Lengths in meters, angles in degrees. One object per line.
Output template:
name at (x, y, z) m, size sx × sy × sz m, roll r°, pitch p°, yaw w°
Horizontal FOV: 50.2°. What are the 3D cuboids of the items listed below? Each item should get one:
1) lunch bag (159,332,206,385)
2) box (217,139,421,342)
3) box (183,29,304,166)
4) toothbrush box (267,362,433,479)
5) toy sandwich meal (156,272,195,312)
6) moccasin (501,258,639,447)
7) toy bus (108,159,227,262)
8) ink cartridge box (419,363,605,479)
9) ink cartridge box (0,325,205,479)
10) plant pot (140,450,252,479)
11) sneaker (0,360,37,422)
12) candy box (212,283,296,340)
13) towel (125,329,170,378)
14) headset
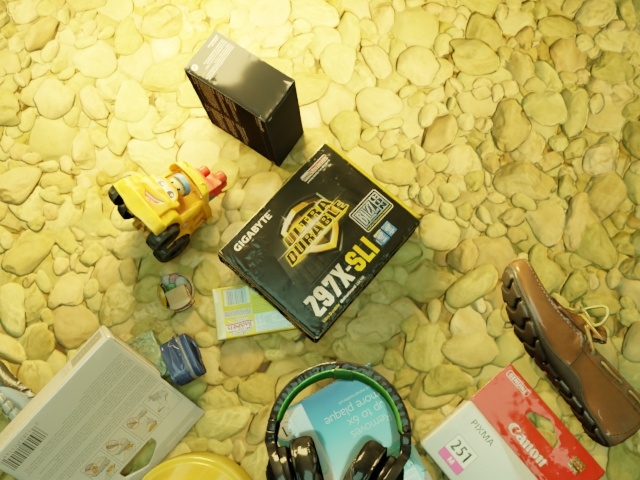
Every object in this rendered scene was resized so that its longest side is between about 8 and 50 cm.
lunch bag at (-0.265, 0.227, 1.335) m, size 0.065 × 0.067 × 0.098 m, roll -26°, pitch 77°, yaw -4°
box at (0.000, 0.000, 1.350) m, size 0.257 × 0.079 × 0.322 m, roll 41°, pitch 76°, yaw 8°
box at (-0.139, -0.267, 1.334) m, size 0.184 × 0.261 × 0.103 m, roll 36°, pitch 82°, yaw 8°
toothbrush box at (0.066, 0.406, 1.255) m, size 0.216 × 0.126 × 0.296 m, roll -27°, pitch 80°, yaw -3°
toy sandwich meal at (-0.294, 0.104, 1.380) m, size 0.085 × 0.029 × 0.086 m, roll 0°, pitch 78°, yaw 2°
moccasin at (0.476, 0.193, 1.275) m, size 0.147 × 0.139 × 0.380 m, roll -34°, pitch 79°, yaw -6°
toy bus at (-0.278, -0.081, 1.330) m, size 0.211 × 0.220 × 0.149 m, roll -38°, pitch 82°, yaw -12°
ink cartridge box at (0.363, 0.409, 1.276) m, size 0.239 × 0.060 × 0.275 m, roll -39°, pitch 79°, yaw -5°
ink cartridge box at (-0.412, 0.352, 1.287) m, size 0.296 × 0.066 × 0.261 m, roll -47°, pitch 119°, yaw -9°
plant pot at (-0.239, 0.508, 1.188) m, size 0.253 × 0.239 × 0.254 m, roll -1°, pitch 78°, yaw 3°
sneaker at (-0.540, 0.310, 1.328) m, size 0.132 × 0.086 × 0.229 m, roll -30°, pitch 89°, yaw -9°
candy box at (-0.109, 0.134, 1.368) m, size 0.205 × 0.027 × 0.105 m, roll -8°, pitch 79°, yaw 0°
towel at (-0.379, 0.252, 1.355) m, size 0.148 × 0.027 × 0.110 m, roll -29°, pitch 78°, yaw -4°
headset at (0.023, 0.388, 1.102) m, size 0.243 × 0.185 × 0.394 m, roll 3°, pitch 69°, yaw 5°
